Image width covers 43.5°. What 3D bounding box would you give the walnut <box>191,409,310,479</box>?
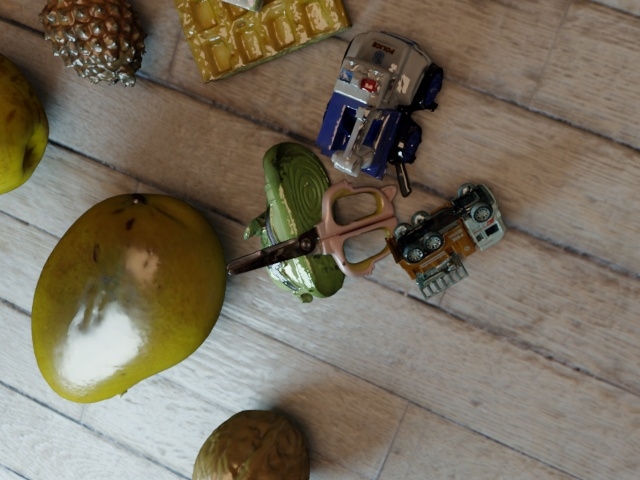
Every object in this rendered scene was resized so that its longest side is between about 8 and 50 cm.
[{"bbox_3d":[-0.117,0.395,1.363,0.213,0.213,0.213,3,101,16],"label":"walnut"}]

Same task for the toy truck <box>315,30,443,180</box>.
[{"bbox_3d":[0.074,-0.207,1.206,0.161,0.177,0.213,25,107,19],"label":"toy truck"}]

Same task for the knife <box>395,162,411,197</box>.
[{"bbox_3d":[0.125,-0.153,1.294,0.023,0.010,0.170,-10,96,19],"label":"knife"}]

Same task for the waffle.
[{"bbox_3d":[-0.093,-0.374,1.293,0.274,0.057,0.168,-19,94,19],"label":"waffle"}]

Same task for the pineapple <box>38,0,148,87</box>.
[{"bbox_3d":[-0.366,-0.335,1.333,0.166,0.166,0.193,-36,88,19],"label":"pineapple"}]

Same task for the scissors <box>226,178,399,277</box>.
[{"bbox_3d":[0.000,0.000,1.240,0.024,0.317,0.160,-3,104,63],"label":"scissors"}]

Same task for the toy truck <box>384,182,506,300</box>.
[{"bbox_3d":[0.205,0.000,1.252,0.177,0.080,0.115,-32,122,10],"label":"toy truck"}]

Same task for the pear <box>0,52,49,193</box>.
[{"bbox_3d":[-0.610,-0.202,1.377,0.280,0.280,0.281,3,101,16],"label":"pear"}]

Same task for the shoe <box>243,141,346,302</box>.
[{"bbox_3d":[-0.046,-0.025,1.300,0.128,0.140,0.262,-19,91,23],"label":"shoe"}]

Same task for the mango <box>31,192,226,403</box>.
[{"bbox_3d":[-0.340,0.114,1.383,0.301,0.220,0.445,36,117,1],"label":"mango"}]

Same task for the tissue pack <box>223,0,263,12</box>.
[{"bbox_3d":[-0.112,-0.401,1.240,0.062,0.042,0.083,22,105,10],"label":"tissue pack"}]
